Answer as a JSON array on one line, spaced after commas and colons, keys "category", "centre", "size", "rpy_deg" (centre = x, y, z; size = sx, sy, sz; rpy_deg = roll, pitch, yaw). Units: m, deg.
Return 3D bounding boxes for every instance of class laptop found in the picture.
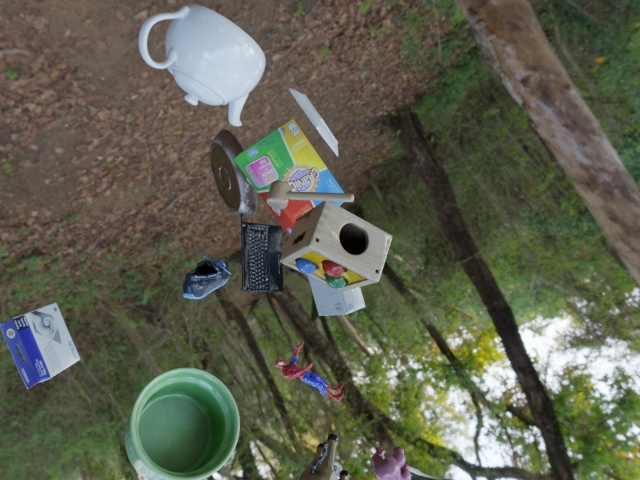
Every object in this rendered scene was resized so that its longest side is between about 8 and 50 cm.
[{"category": "laptop", "centre": [-0.186, 0.047, 1.604], "size": [0.264, 0.235, 0.136], "rpy_deg": [6, 169, -44]}]

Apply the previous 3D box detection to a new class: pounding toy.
[{"category": "pounding toy", "centre": [-0.001, -0.005, 0.763], "size": [0.181, 0.206, 0.094], "rpy_deg": [-27, -141, 62]}]

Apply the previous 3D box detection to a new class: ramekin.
[{"category": "ramekin", "centre": [-0.395, 0.528, 1.389], "size": [0.303, 0.303, 0.148], "rpy_deg": [-26, 165, -46]}]

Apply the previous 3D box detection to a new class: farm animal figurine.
[{"category": "farm animal figurine", "centre": [0.093, 0.508, 0.802], "size": [0.172, 0.330, 0.327], "rpy_deg": [-61, 172, -60]}]

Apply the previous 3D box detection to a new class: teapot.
[{"category": "teapot", "centre": [-0.268, -0.408, 1.159], "size": [0.187, 0.255, 0.252], "rpy_deg": [-60, -171, -2]}]

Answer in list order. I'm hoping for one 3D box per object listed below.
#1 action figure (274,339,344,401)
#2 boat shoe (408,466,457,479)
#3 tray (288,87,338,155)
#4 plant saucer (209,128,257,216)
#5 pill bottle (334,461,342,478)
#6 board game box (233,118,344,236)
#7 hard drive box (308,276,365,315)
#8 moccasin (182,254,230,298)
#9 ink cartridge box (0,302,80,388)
[{"category": "action figure", "centre": [-0.030, 0.484, 1.853], "size": [0.091, 0.280, 0.139], "rpy_deg": [-93, -153, -73]}, {"category": "boat shoe", "centre": [0.336, 0.748, 1.456], "size": [0.112, 0.334, 0.096], "rpy_deg": [123, -16, -52]}, {"category": "tray", "centre": [-0.006, -0.336, 1.407], "size": [0.030, 0.145, 0.270], "rpy_deg": [-34, 168, 8]}, {"category": "plant saucer", "centre": [-0.307, -0.219, 1.684], "size": [0.050, 0.311, 0.310], "rpy_deg": [-22, 171, -27]}, {"category": "pill bottle", "centre": [0.018, 0.607, 1.280], "size": [0.043, 0.043, 0.083], "rpy_deg": [-24, 159, -52]}, {"category": "board game box", "centre": [-0.085, -0.192, 1.562], "size": [0.242, 0.317, 0.064], "rpy_deg": [-44, -167, -35]}, {"category": "hard drive box", "centre": [0.043, 0.139, 1.735], "size": [0.089, 0.232, 0.181], "rpy_deg": [-16, -179, -34]}, {"category": "moccasin", "centre": [-0.460, 0.136, 2.061], "size": [0.137, 0.117, 0.342], "rpy_deg": [5, -164, 6]}, {"category": "ink cartridge box", "centre": [-0.900, 0.332, 1.604], "size": [0.045, 0.224, 0.224], "rpy_deg": [-20, -174, 9]}]
